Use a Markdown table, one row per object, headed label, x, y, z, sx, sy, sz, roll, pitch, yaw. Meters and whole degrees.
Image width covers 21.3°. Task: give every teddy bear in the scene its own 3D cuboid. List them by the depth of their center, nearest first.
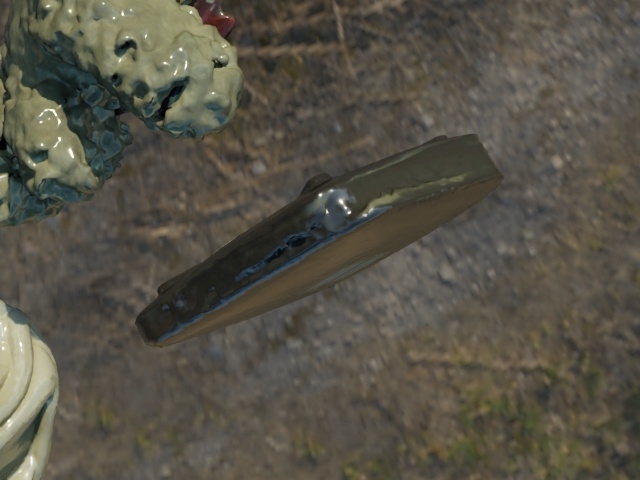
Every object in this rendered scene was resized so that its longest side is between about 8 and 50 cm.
| label | x | y | z | sx | sy | sz | roll | pitch | yaw |
| --- | --- | --- | --- | --- | --- | --- | --- | --- | --- |
| teddy bear | -0.197 | -0.150 | 1.537 | 0.224 | 0.357 | 0.367 | 25 | 130 | -11 |

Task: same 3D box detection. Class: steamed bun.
| label | x | y | z | sx | sy | sz | roll | pitch | yaw |
| --- | --- | --- | --- | --- | --- | --- | --- | --- | --- |
| steamed bun | -0.387 | 0.212 | 1.609 | 0.310 | 0.219 | 0.324 | 0 | 146 | -31 |

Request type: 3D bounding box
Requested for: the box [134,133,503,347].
| label | x | y | z | sx | sy | sz | roll | pitch | yaw |
| --- | --- | --- | --- | --- | --- | --- | --- | --- | --- |
| box | 0.000 | 0.000 | 1.916 | 0.359 | 0.350 | 0.091 | -33 | 81 | 35 |
